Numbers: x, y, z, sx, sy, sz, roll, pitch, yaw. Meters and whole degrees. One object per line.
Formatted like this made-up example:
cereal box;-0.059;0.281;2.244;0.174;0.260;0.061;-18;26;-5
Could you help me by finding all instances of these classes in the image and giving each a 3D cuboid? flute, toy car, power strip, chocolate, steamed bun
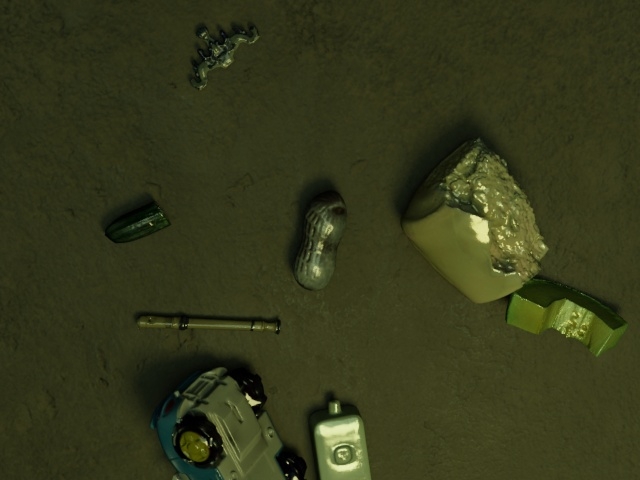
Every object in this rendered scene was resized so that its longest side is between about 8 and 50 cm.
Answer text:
flute;-0.181;0.136;1.773;0.233;0.027;0.027;3;99;-4
toy car;-0.149;0.359;1.740;0.166;0.198;0.314;-18;106;33
power strip;0.048;0.449;1.821;0.091;0.062;0.385;-9;100;-6
chocolate;0.000;0.000;1.742;0.072;0.072;0.167;11;100;-6
steamed bun;0.259;-0.019;1.710;0.200;0.170;0.225;-45;101;-1

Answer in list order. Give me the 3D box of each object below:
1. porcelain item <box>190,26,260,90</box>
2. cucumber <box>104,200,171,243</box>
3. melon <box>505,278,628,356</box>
porcelain item;-0.166;-0.304;1.707;0.136;0.021;0.075;-42;95;2
cucumber;-0.294;-0.025;1.728;0.105;0.048;0.048;-23;100;0
melon;0.397;0.124;1.771;0.209;0.118;0.064;22;112;-1
